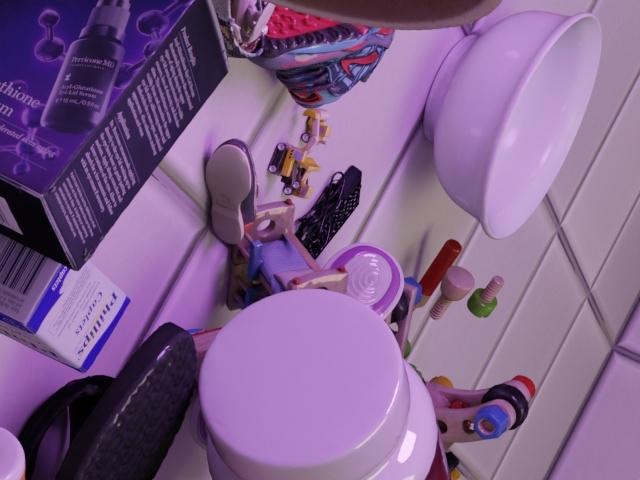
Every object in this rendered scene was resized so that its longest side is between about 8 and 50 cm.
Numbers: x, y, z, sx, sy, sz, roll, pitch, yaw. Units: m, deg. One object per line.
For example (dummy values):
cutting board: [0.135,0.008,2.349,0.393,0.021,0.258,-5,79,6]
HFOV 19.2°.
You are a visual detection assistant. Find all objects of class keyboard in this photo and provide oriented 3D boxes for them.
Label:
keyboard: [0.000,0.000,2.092,0.192,0.038,0.100,-53,156,-30]

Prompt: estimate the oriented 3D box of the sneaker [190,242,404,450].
sneaker: [-0.026,0.137,2.077,0.305,0.114,0.152,-42,172,-26]

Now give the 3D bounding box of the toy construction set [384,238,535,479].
toy construction set: [0.118,0.178,2.407,0.237,0.257,0.309,-58,-170,39]

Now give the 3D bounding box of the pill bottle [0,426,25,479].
pill bottle: [-0.292,0.233,1.590,0.086,0.086,0.152,-42,149,-45]

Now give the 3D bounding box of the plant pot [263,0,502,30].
plant pot: [0.022,-0.366,1.400,0.334,0.334,0.305,55,52,-66]

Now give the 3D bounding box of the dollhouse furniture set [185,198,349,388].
dollhouse furniture set: [-0.086,0.061,1.888,0.184,0.129,0.129,-14,133,-26]

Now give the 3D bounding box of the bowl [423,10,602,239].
bowl: [0.215,-0.159,2.287,0.298,0.134,0.298,-50,154,-35]

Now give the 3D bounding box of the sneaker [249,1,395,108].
sneaker: [0.004,-0.176,1.811,0.262,0.104,0.125,-25,138,-59]

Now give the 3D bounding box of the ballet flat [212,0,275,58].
ballet flat: [-0.062,-0.240,1.635,0.070,0.070,0.188,-43,150,-44]

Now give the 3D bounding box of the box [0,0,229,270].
box: [-0.188,-0.108,1.363,0.207,0.153,0.108,-57,157,-23]

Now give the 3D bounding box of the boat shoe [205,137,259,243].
boat shoe: [-0.080,-0.054,1.825,0.043,0.049,0.137,-54,159,-35]

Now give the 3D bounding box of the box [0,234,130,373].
box: [-0.233,0.032,1.447,0.072,0.126,0.137,-62,159,-11]

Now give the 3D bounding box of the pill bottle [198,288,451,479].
pill bottle: [0.014,0.229,1.844,0.224,0.224,0.392,-55,152,-24]

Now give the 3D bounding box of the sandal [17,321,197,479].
sandal: [-0.237,0.236,1.736,0.167,0.107,0.445,-38,159,-52]

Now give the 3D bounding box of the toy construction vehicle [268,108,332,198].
toy construction vehicle: [-0.014,-0.088,1.960,0.098,0.035,0.086,-67,159,7]
